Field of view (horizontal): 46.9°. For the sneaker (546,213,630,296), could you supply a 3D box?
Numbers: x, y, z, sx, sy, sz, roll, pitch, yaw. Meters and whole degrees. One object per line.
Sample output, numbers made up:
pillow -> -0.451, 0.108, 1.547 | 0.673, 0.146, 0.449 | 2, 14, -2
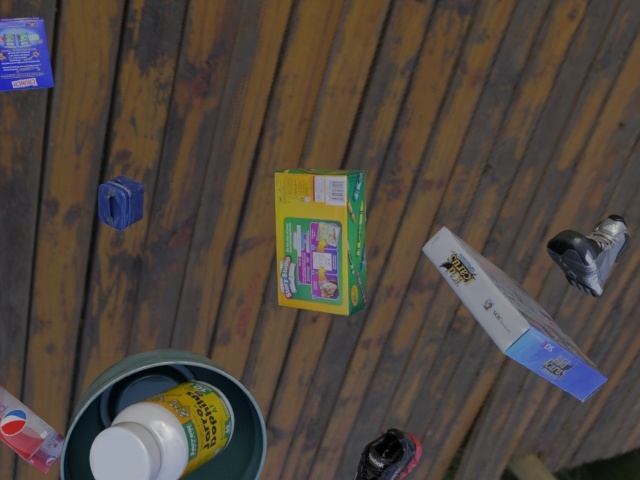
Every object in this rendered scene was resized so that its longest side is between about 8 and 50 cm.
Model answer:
sneaker -> 0.457, -0.001, 1.236 | 0.132, 0.086, 0.228 | -54, 147, -3

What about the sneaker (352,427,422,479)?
sneaker -> 0.117, 0.532, 1.649 | 0.276, 0.097, 0.135 | -50, 143, -15

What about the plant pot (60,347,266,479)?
plant pot -> -0.251, 0.289, 1.144 | 0.293, 0.196, 0.293 | -5, 105, -19

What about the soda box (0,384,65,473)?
soda box -> -0.674, 0.395, 1.613 | 0.083, 0.263, 0.092 | -51, 150, -23

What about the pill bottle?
pill bottle -> -0.210, 0.265, 0.991 | 0.117, 0.117, 0.208 | -53, 165, 13

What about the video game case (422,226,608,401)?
video game case -> 0.308, 0.119, 1.175 | 0.061, 0.244, 0.269 | -48, 131, 12

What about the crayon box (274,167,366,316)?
crayon box -> 0.000, 0.000, 1.459 | 0.081, 0.165, 0.278 | -18, 110, -57

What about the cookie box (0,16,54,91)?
cookie box -> -0.481, -0.297, 1.176 | 0.091, 0.040, 0.107 | -9, 116, -19

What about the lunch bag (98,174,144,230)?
lunch bag -> -0.377, -0.072, 1.386 | 0.065, 0.067, 0.098 | -44, 149, -52
